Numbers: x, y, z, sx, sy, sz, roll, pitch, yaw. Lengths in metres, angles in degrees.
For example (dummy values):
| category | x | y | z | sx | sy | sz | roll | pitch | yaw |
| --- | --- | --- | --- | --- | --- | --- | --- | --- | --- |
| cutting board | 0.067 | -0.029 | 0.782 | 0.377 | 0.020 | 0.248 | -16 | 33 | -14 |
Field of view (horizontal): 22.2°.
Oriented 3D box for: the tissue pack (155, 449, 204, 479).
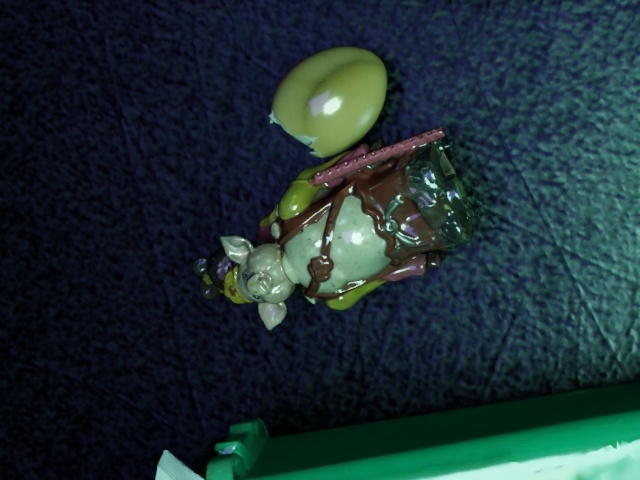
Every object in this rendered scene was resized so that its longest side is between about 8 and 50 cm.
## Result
| category | x | y | z | sx | sy | sz | roll | pitch | yaw |
| --- | --- | --- | --- | --- | --- | --- | --- | --- | --- |
| tissue pack | -0.097 | 0.250 | 1.089 | 0.122 | 0.026 | 0.193 | 36 | 111 | 19 |

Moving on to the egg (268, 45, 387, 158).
| category | x | y | z | sx | sy | sz | roll | pitch | yaw |
| --- | --- | --- | --- | --- | --- | --- | --- | --- | --- |
| egg | 0.009 | -0.114 | 1.297 | 0.080 | 0.080 | 0.096 | 43 | 102 | 7 |

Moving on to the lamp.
| category | x | y | z | sx | sy | sz | roll | pitch | yaw |
| --- | --- | --- | --- | --- | --- | --- | --- | --- | --- |
| lamp | 0.000 | 0.000 | 1.290 | 0.253 | 0.118 | 0.118 | -20 | 90 | 15 |

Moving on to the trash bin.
| category | x | y | z | sx | sy | sz | roll | pitch | yaw |
| --- | --- | --- | --- | --- | --- | --- | --- | --- | --- |
| trash bin | 0.093 | 0.240 | 1.224 | 0.381 | 0.295 | 0.259 | -12 | 91 | 4 |
